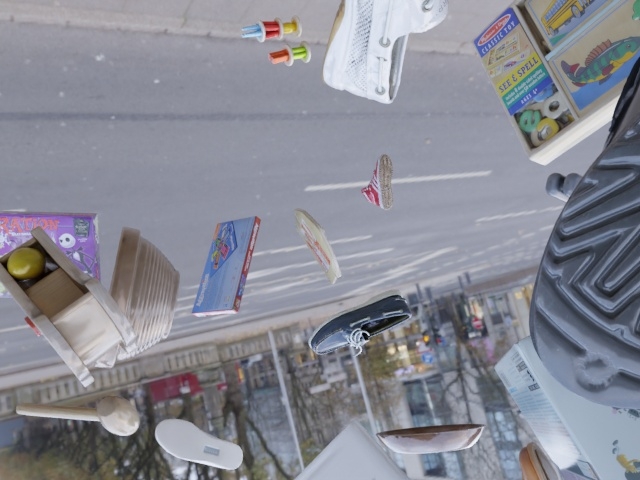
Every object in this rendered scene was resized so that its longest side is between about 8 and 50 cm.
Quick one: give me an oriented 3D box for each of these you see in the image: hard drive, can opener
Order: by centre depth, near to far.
[{"bbox_3d":[0.086,0.454,0.868,0.203,0.307,0.040,-46,160,3],"label":"hard drive"},{"bbox_3d":[0.563,-0.100,1.170,0.283,0.095,0.076,16,178,-34],"label":"can opener"}]

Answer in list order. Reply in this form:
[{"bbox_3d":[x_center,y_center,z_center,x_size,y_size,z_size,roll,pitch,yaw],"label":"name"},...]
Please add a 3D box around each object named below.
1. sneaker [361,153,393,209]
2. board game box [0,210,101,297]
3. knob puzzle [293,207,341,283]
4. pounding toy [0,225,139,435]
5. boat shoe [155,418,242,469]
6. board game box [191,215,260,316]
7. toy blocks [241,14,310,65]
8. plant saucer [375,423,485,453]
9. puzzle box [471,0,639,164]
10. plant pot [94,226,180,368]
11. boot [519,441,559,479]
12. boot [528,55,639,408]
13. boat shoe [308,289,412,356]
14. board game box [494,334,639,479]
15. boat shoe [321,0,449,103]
[{"bbox_3d":[0.118,-0.127,1.234,0.042,0.119,0.067,-20,-152,-32],"label":"sneaker"},{"bbox_3d":[-0.703,0.034,1.388,0.346,0.208,0.056,1,-170,-4],"label":"board game box"},{"bbox_3d":[0.000,0.000,1.354,0.030,0.213,0.213,-30,172,-12],"label":"knob puzzle"},{"bbox_3d":[-0.315,0.109,0.675,0.155,0.269,0.154,-39,153,-25],"label":"pounding toy"},{"bbox_3d":[-0.237,0.390,1.121,0.184,0.066,0.063,26,149,-29],"label":"boat shoe"},{"bbox_3d":[-0.252,0.068,1.582,0.145,0.281,0.027,-8,146,30],"label":"board game box"},{"bbox_3d":[-0.110,-0.482,1.431,0.148,0.123,0.054,-17,176,-25],"label":"toy blocks"},{"bbox_3d":[0.200,0.359,1.062,0.198,0.036,0.198,-5,166,-1],"label":"plant saucer"},{"bbox_3d":[0.435,-0.340,0.875,0.052,0.272,0.409,9,144,-38],"label":"puzzle box"},{"bbox_3d":[-0.304,0.102,0.995,0.109,0.238,0.237,11,161,-17],"label":"plant pot"},{"bbox_3d":[0.366,0.536,1.149,0.220,0.284,0.109,-16,-166,24],"label":"boot"},{"bbox_3d":[0.314,-0.061,0.557,0.367,0.146,0.445,-63,167,9],"label":"boot"},{"bbox_3d":[0.094,0.208,1.385,0.254,0.079,0.095,-25,140,-2],"label":"boat shoe"},{"bbox_3d":[0.286,0.218,0.528,0.097,0.303,0.224,-29,160,3],"label":"board game box"},{"bbox_3d":[0.074,-0.231,0.530,0.096,0.098,0.277,28,155,5],"label":"boat shoe"}]
